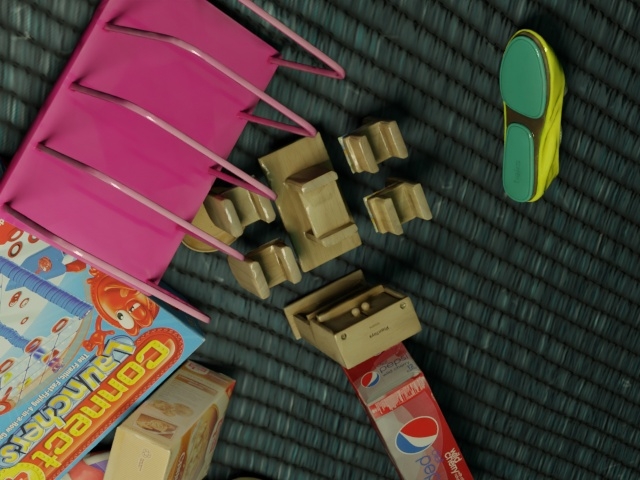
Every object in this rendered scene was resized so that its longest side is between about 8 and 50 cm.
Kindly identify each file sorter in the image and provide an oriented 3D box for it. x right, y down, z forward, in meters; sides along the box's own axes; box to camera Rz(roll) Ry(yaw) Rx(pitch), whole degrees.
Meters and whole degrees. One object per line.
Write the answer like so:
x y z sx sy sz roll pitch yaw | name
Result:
-0.139 -0.094 1.315 0.202 0.182 0.291 31 85 -35 | file sorter

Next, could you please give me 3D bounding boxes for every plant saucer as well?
-0.122 -0.026 1.523 0.083 0.015 0.083 -12 125 -17 | plant saucer

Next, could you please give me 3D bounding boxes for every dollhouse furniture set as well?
0.000 0.000 1.537 0.212 0.161 0.242 -26 107 -15 | dollhouse furniture set

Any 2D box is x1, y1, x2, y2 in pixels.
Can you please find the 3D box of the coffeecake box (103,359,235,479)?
-0.178 0.242 1.565 0.068 0.185 0.142 23 115 11 | coffeecake box

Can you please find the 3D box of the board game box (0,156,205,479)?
-0.337 0.113 1.470 0.308 0.086 0.302 -44 127 7 | board game box

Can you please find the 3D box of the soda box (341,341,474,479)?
0.119 0.246 1.757 0.083 0.092 0.263 -29 128 -4 | soda box

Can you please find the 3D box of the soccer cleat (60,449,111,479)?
-0.272 0.388 1.672 0.116 0.108 0.318 -21 129 -29 | soccer cleat

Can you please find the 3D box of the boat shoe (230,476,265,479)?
-0.143 0.368 1.684 0.103 0.113 0.302 -33 160 32 | boat shoe

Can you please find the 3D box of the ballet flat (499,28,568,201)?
0.251 -0.151 1.586 0.077 0.077 0.231 -30 134 -31 | ballet flat
